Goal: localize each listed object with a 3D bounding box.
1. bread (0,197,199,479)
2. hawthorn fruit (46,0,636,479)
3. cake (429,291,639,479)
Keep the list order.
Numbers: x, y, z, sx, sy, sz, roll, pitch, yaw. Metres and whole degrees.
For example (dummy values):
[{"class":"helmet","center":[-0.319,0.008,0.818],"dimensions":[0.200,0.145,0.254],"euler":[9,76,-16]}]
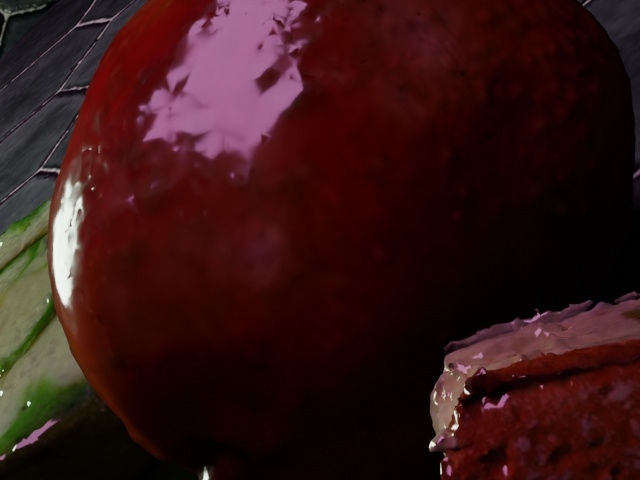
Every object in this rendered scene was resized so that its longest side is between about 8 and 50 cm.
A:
[{"class":"bread","center":[-0.171,0.092,1.116],"dimensions":[0.382,0.129,0.366],"euler":[-35,22,24]},{"class":"hawthorn fruit","center":[0.000,0.000,0.822],"dimensions":[0.265,0.265,0.307],"euler":[-8,48,58]},{"class":"cake","center":[0.132,0.042,0.662],"dimensions":[0.220,0.117,0.086],"euler":[-43,14,4]}]
